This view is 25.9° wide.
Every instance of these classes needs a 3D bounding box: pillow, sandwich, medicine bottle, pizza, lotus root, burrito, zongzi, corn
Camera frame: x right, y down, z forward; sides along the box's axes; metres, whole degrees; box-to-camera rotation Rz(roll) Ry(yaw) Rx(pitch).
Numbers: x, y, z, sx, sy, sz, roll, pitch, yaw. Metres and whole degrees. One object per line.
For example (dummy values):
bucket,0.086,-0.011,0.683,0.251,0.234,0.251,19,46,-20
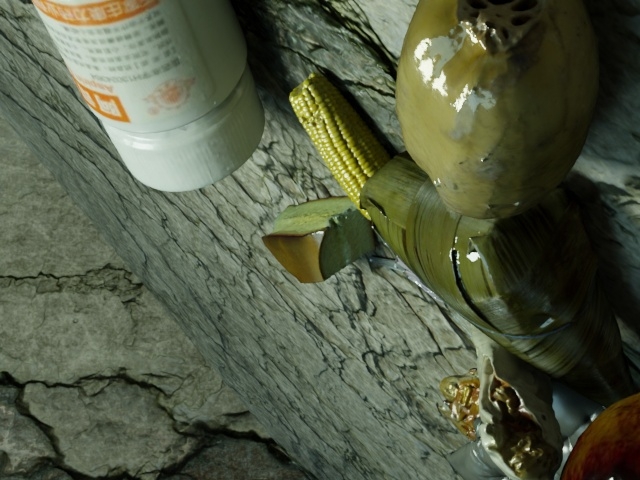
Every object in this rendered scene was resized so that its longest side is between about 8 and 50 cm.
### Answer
pillow,0.295,0.266,1.632,0.228,0.101,0.326,45,152,7
sandwich,0.000,0.000,1.884,0.096,0.094,0.258,56,164,-10
medicine bottle,-0.203,-0.244,1.638,0.211,0.211,0.371,37,160,35
pizza,0.274,0.285,1.842,0.305,0.085,0.161,43,162,15
lotus root,0.145,-0.111,1.161,0.169,0.151,0.343,59,172,18
burrito,0.197,0.142,1.471,0.117,0.076,0.392,56,-167,-13
zongzi,0.194,0.050,1.434,0.300,0.138,0.286,53,167,-29
corn,0.037,-0.100,1.602,0.206,0.067,0.067,53,163,-10

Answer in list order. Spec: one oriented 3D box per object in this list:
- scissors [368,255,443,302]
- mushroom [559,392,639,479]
scissors,0.104,0.034,1.833,0.100,0.015,0.189,52,165,-19
mushroom,0.392,0.239,1.239,0.345,0.259,0.345,18,124,30
